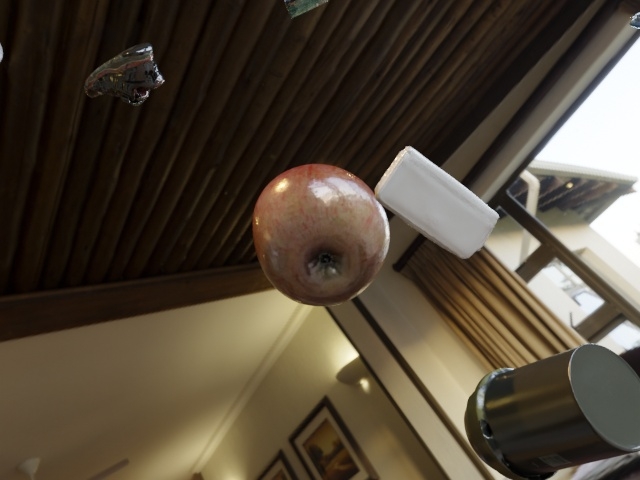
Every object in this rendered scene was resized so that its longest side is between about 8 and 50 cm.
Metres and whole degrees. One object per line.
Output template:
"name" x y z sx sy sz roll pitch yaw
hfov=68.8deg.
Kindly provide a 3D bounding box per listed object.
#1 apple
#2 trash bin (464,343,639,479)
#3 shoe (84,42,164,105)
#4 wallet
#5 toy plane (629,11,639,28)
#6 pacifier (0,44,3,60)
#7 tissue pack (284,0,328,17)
"apple" 0.000 0.000 1.068 0.345 0.344 0.269 -61 6 36
"trash bin" 0.414 0.332 0.886 0.214 0.214 0.334 -18 -25 -33
"shoe" -0.548 -0.452 1.326 0.137 0.290 0.114 60 -139 -30
"wallet" 0.173 -0.049 0.689 0.095 0.190 0.033 -54 14 5
"toy plane" 0.542 -0.359 0.698 0.246 0.169 0.078 -15 -68 -22
"pacifier" -0.700 -0.371 0.801 0.225 0.239 0.287 -16 -19 -19
"tissue pack" -0.049 -0.669 1.252 0.111 0.079 0.085 -23 -8 6
